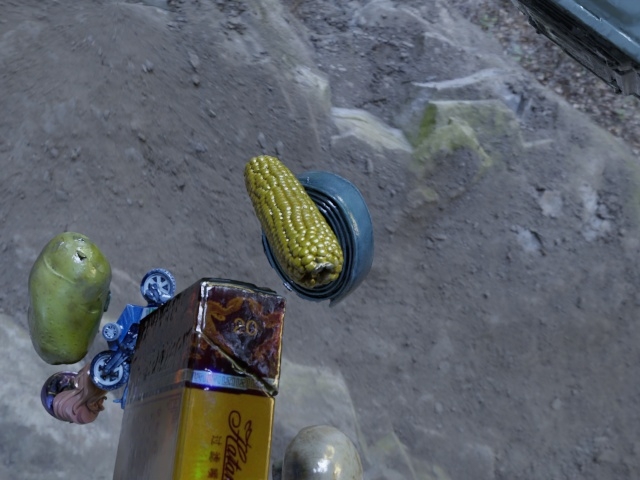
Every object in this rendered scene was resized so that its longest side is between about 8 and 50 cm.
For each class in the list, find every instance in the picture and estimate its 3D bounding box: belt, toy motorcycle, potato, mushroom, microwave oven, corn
[{"bbox_3d":[0.000,0.000,1.372,0.207,0.116,0.267,-2,110,31],"label":"belt"},{"bbox_3d":[-0.321,0.183,1.326,0.136,0.092,0.254,31,88,8],"label":"toy motorcycle"},{"bbox_3d":[-0.460,0.107,1.321,0.144,0.169,0.248,10,96,1],"label":"potato"},{"bbox_3d":[-0.003,0.366,1.101,0.127,0.166,0.166,-8,116,31],"label":"mushroom"},{"bbox_3d":[0.211,-0.189,0.506,0.162,0.208,0.122,44,110,15],"label":"microwave oven"},{"bbox_3d":[-0.047,-0.028,1.156,0.102,0.310,0.101,-14,130,-17],"label":"corn"}]

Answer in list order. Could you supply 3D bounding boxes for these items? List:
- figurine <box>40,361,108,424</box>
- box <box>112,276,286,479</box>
[{"bbox_3d":[-0.457,0.297,1.399,0.157,0.114,0.126,-21,159,30],"label":"figurine"},{"bbox_3d":[-0.162,0.272,0.859,0.116,0.264,0.415,15,66,-25],"label":"box"}]
